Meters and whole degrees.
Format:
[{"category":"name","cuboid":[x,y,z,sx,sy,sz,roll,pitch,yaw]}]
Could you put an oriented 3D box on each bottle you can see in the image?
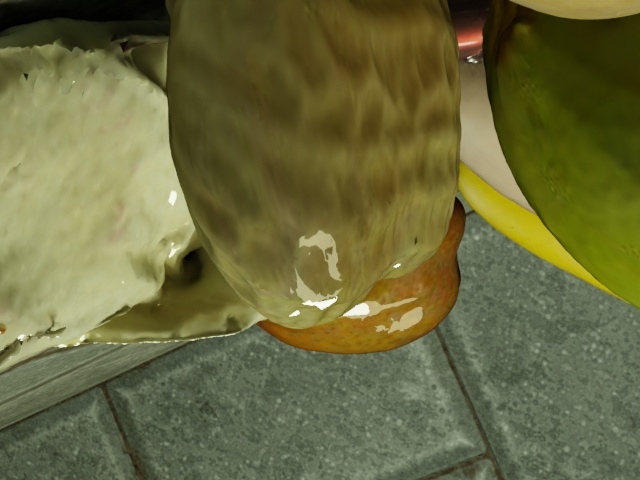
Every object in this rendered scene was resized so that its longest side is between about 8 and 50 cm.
[{"category":"bottle","cuboid":[0.066,-0.136,1.051,0.060,0.060,0.164,-27,174,37]}]

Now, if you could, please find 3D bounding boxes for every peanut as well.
[{"category":"peanut","cuboid":[0.005,-0.066,0.792,0.110,0.196,0.233,-8,-174,34]}]

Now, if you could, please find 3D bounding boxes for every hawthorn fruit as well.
[{"category":"hawthorn fruit","cuboid":[0.000,0.000,1.477,0.248,0.208,0.208,-6,170,-17]}]

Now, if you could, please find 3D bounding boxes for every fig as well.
[{"category":"fig","cuboid":[0.247,-0.098,0.911,0.343,0.343,0.343,-23,175,-2]}]

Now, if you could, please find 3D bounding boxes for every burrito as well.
[{"category":"burrito","cuboid":[-0.136,-0.025,0.847,0.135,0.190,0.332,15,-161,38]}]

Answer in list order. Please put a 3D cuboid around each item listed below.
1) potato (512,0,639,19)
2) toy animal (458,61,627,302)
[{"category":"potato","cuboid":[0.103,-0.159,0.638,0.150,0.146,0.234,-54,167,11]},{"category":"toy animal","cuboid":[0.224,-0.113,1.284,0.247,0.345,0.277,-55,-157,-10]}]
